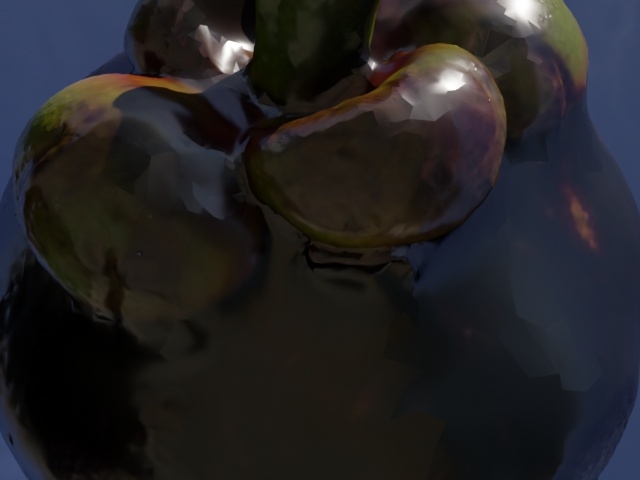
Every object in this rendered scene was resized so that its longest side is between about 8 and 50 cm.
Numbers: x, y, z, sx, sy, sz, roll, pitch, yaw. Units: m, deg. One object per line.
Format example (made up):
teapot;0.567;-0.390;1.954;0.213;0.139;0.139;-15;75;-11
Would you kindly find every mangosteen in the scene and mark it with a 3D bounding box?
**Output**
mangosteen;-0.001;0.001;0.624;0.287;0.233;0.288;-2;-73;-8
